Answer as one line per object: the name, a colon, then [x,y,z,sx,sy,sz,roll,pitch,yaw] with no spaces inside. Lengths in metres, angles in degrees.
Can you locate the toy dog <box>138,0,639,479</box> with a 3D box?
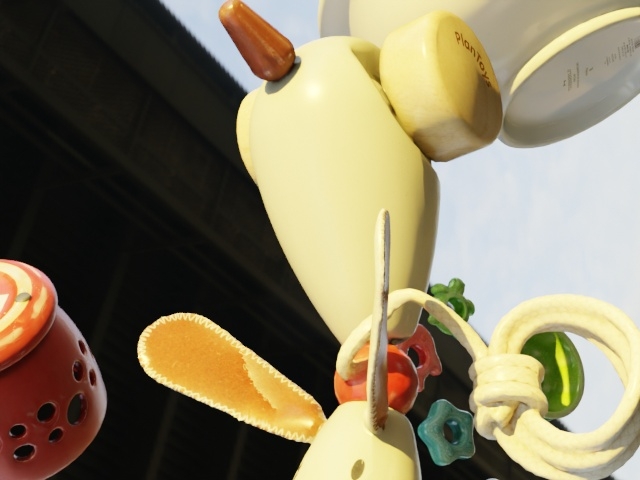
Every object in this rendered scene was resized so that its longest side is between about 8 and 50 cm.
toy dog: [0.000,0.000,0.524,0.161,0.220,0.333,30,-148,-39]

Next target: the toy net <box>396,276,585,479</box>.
toy net: [0.081,0.130,0.630,0.122,0.045,0.232,42,-125,-12]

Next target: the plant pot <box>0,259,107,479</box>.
plant pot: [-0.325,0.124,1.001,0.191,0.191,0.174,-56,-33,-46]

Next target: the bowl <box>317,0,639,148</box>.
bowl: [0.158,-0.160,0.723,0.298,0.298,0.134,13,-134,-55]
